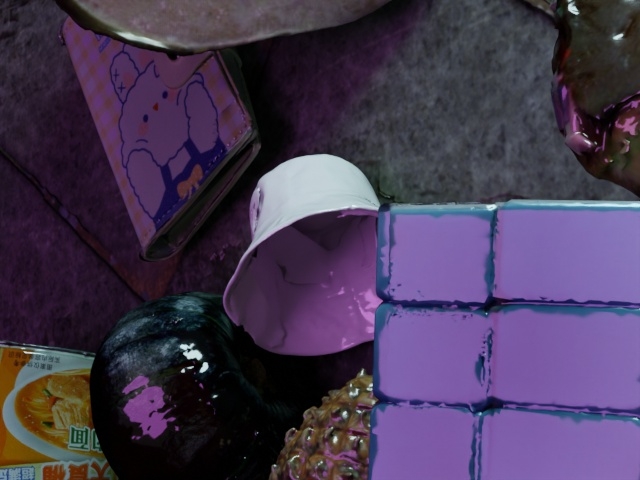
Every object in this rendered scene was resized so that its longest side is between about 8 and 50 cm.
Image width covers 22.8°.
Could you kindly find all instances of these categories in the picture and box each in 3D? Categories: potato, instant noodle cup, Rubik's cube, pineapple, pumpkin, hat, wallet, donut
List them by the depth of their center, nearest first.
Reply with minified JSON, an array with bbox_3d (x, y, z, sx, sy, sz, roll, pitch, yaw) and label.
[{"bbox_3d":[0.321,-0.187,1.143,0.345,0.136,0.259,-26,48,25],"label":"donut"},{"bbox_3d":[0.180,0.089,1.195,0.231,0.221,0.224,1,87,26],"label":"Rubik's cube"},{"bbox_3d":[0.076,0.145,1.394,0.158,0.158,0.278,39,99,40],"label":"pineapple"},{"bbox_3d":[0.000,0.000,1.476,0.203,0.203,0.126,-45,37,33],"label":"hat"},{"bbox_3d":[-0.111,0.160,1.511,0.163,0.233,0.233,-32,64,23],"label":"pumpkin"},{"bbox_3d":[-0.106,-0.368,1.544,0.397,0.290,0.296,-17,31,5],"label":"potato"},{"bbox_3d":[-0.328,0.227,1.702,0.296,0.296,0.214,-7,74,44],"label":"instant noodle cup"},{"bbox_3d":[-0.171,-0.165,1.704,0.223,0.077,0.309,-43,57,32],"label":"wallet"}]
